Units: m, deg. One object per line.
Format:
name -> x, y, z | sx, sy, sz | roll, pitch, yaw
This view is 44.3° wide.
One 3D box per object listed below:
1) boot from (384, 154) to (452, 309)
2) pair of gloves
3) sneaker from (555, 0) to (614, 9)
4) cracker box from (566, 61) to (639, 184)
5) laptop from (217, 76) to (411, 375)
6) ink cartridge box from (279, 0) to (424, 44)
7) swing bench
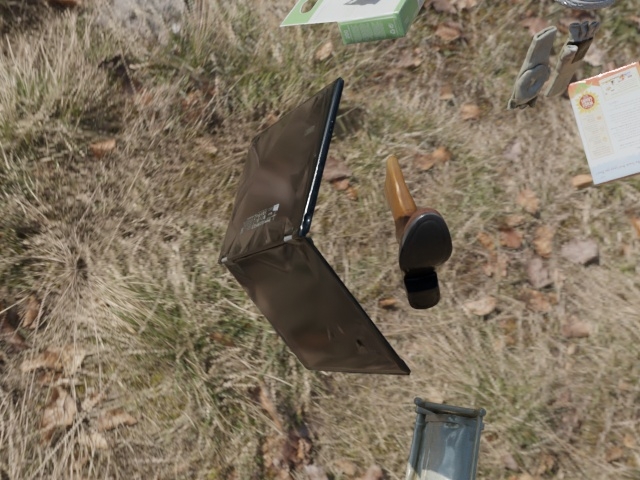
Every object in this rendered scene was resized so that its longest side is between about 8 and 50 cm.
boot -> 0.174, -0.053, 1.469 | 0.096, 0.264, 0.280 | -12, 53, 5
pair of gloves -> 0.515, -0.384, 1.735 | 0.240, 0.204, 0.042 | -24, 55, -35
sneaker -> 0.329, -0.423, 1.023 | 0.101, 0.268, 0.153 | -4, 134, -5
cracker box -> 0.646, -0.250, 1.712 | 0.156, 0.067, 0.232 | -16, 84, 23
laptop -> 0.000, 0.000, 1.349 | 0.236, 0.382, 0.408 | 19, 75, -23
ink cartridge box -> 0.064, -0.428, 1.459 | 0.171, 0.235, 0.056 | -63, 142, -42
swing bench -> 0.269, 0.499, 1.758 | 0.165, 0.254, 0.253 | 9, 75, 11
